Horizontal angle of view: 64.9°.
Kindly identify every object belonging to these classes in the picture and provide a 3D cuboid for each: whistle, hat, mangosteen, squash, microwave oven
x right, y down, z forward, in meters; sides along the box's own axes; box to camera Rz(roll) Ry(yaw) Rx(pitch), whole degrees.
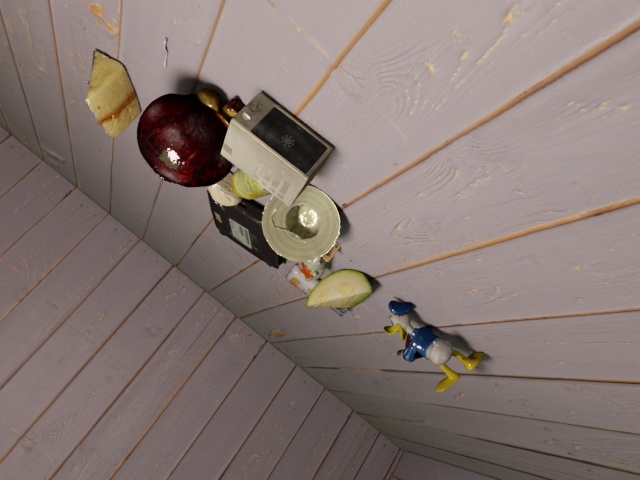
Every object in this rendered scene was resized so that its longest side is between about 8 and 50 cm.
[{"bbox_3d":[-0.029,0.084,1.857,0.106,0.101,0.253,26,151,4],"label":"whistle"},{"bbox_3d":[-0.051,-0.063,1.598,0.252,0.252,0.110,38,-163,-3],"label":"hat"},{"bbox_3d":[-0.374,-0.299,1.449,0.297,0.293,0.297,19,-166,-5],"label":"mangosteen"},{"bbox_3d":[0.063,0.172,1.871,0.203,0.111,0.288,3,160,-7],"label":"squash"},{"bbox_3d":[-0.119,-0.236,1.340,0.240,0.145,0.194,37,152,-2],"label":"microwave oven"}]

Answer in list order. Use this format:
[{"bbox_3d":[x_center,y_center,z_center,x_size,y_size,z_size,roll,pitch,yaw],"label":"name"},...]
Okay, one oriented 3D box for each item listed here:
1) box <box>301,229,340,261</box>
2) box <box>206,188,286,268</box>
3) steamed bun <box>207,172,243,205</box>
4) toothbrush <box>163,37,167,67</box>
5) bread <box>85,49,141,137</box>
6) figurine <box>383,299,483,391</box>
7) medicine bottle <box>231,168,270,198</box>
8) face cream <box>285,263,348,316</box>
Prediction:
[{"bbox_3d":[0.000,0.000,1.704,0.149,0.073,0.020,45,157,-19],"label":"box"},{"bbox_3d":[-0.281,-0.049,1.967,0.350,0.091,0.359,31,156,12],"label":"box"},{"bbox_3d":[-0.332,-0.179,1.772,0.130,0.112,0.091,34,138,-18],"label":"steamed bun"},{"bbox_3d":[-0.436,-0.525,1.414,0.011,0.013,0.131,48,156,-1],"label":"toothbrush"},{"bbox_3d":[-0.727,-0.477,1.689,0.135,0.178,0.240,30,157,11],"label":"bread"},{"bbox_3d":[0.356,0.338,1.790,0.338,0.204,0.283,51,162,-3],"label":"figurine"},{"bbox_3d":[-0.182,-0.194,1.547,0.124,0.124,0.239,46,155,-21],"label":"medicine bottle"},{"bbox_3d":[-0.012,0.212,2.104,0.291,0.071,0.144,37,156,-3],"label":"face cream"}]
